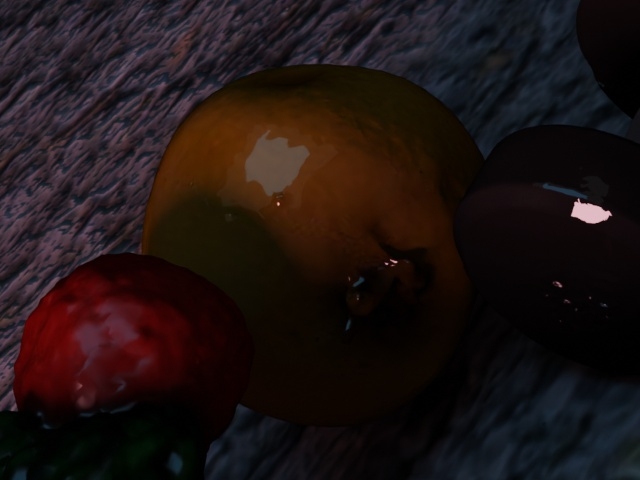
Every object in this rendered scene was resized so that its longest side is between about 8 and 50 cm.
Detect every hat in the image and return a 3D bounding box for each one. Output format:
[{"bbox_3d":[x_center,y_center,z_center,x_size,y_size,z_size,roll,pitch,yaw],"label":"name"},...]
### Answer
[{"bbox_3d":[-0.110,0.164,0.916,0.274,0.242,0.332,-43,22,61],"label":"hat"}]

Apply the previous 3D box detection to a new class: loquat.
[{"bbox_3d":[0.000,0.000,1.076,0.208,0.208,0.208,-26,35,20],"label":"loquat"}]

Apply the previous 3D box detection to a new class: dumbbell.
[{"bbox_3d":[0.182,-0.053,1.015,0.152,0.152,0.218,1,50,45],"label":"dumbbell"}]
